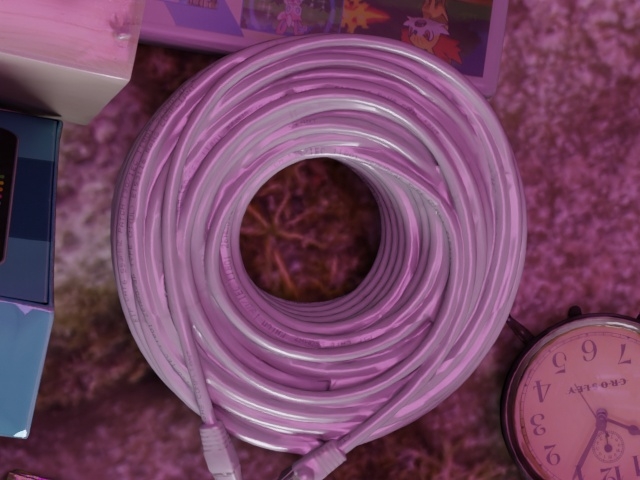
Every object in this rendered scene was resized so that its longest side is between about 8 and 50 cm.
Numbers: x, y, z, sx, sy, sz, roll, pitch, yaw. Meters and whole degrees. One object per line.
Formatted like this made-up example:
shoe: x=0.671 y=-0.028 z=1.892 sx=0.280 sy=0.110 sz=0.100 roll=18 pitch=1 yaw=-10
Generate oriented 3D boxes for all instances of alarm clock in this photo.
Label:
alarm clock: x=0.185 y=0.133 z=0.991 sx=0.129 sy=0.064 sz=0.192 roll=-9 pitch=81 yaw=3

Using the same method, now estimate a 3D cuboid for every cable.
cable: x=0.000 y=0.000 z=0.933 sx=0.257 sy=0.089 sz=0.257 roll=-27 pitch=103 yaw=-8

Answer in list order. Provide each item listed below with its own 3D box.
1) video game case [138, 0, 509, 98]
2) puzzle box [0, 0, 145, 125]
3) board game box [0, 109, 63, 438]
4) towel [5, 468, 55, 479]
video game case: x=-0.025 y=-0.263 z=0.968 sx=0.329 sy=0.036 sz=0.300 roll=8 pitch=89 yaw=-14
puzzle box: x=-0.305 y=-0.135 z=0.783 sx=0.408 sy=0.272 sz=0.052 roll=11 pitch=88 yaw=-13
board game box: x=-0.309 y=-0.015 z=0.789 sx=0.336 sy=0.254 sz=0.079 roll=10 pitch=113 yaw=-13
towel: x=-0.163 y=0.181 z=0.951 sx=0.083 sy=0.009 sz=0.060 roll=17 pitch=87 yaw=-12
